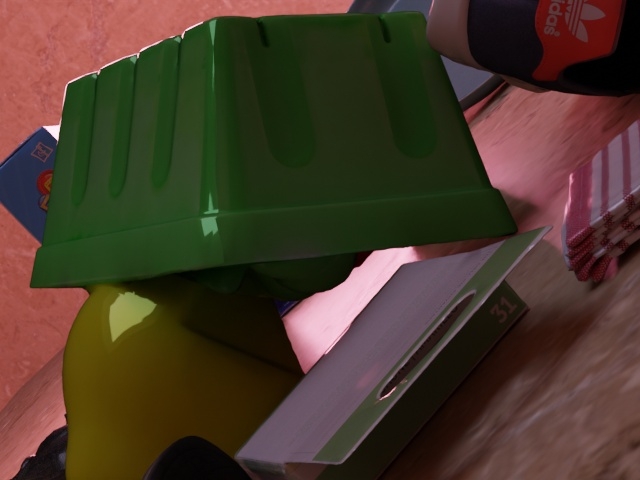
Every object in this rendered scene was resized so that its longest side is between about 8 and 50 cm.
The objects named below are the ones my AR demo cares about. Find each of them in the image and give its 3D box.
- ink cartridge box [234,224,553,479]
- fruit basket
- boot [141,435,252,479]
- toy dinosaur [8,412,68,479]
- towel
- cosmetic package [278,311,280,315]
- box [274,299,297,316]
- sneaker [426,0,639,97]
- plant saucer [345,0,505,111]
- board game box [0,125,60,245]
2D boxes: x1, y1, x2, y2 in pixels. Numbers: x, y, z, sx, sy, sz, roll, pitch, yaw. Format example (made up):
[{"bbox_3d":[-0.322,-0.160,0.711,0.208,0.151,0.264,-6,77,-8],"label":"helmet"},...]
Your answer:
[{"bbox_3d":[0.048,0.078,0.903,0.171,0.056,0.235,-47,9,-15],"label":"ink cartridge box"},{"bbox_3d":[-0.062,0.038,1.173,0.283,0.392,0.392,-6,-14,-29],"label":"fruit basket"},{"bbox_3d":[-0.122,0.224,0.890,0.178,0.085,0.236,-43,14,24],"label":"boot"},{"bbox_3d":[-0.223,0.215,1.417,0.160,0.121,0.313,-58,3,1],"label":"toy dinosaur"},{"bbox_3d":[0.214,-0.064,0.888,0.197,0.029,0.144,-40,8,20],"label":"towel"},{"bbox_3d":[-0.108,0.081,1.486,0.107,0.127,0.238,-45,9,6],"label":"cosmetic package"},{"bbox_3d":[0.000,0.000,1.690,0.136,0.036,0.225,-42,9,25],"label":"box"},{"bbox_3d":[0.204,-0.157,1.162,0.350,0.148,0.131,-17,-60,-63],"label":"sneaker"},{"bbox_3d":[0.141,-0.239,1.756,0.318,0.044,0.317,-28,40,26],"label":"plant saucer"},{"bbox_3d":[-0.215,0.013,1.743,0.086,0.308,0.302,-44,8,-2],"label":"board game box"}]
